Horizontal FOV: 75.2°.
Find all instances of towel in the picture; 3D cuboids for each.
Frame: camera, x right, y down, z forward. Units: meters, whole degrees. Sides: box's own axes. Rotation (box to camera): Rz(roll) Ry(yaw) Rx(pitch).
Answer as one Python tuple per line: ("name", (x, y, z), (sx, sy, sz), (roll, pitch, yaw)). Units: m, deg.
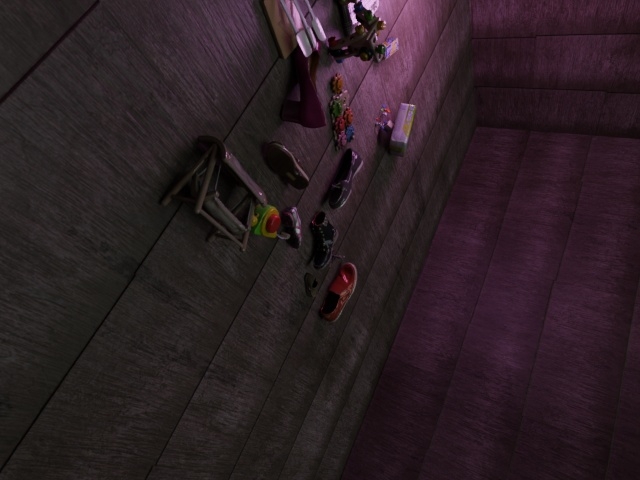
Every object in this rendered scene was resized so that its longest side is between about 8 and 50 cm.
("towel", (0.169, -1.079, 1.783), (0.324, 0.056, 0.312), (-58, 146, -30))

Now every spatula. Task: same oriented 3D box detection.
("spatula", (-0.068, -0.786, 1.447), (0.168, 0.019, 0.242), (-53, 129, -31))

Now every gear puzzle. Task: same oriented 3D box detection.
("gear puzzle", (0.106, -0.591, 1.895), (0.175, 0.044, 0.339), (-49, 140, -39))

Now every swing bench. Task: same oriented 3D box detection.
("swing bench", (-0.300, -0.142, 1.280), (0.255, 0.165, 0.253), (-65, 148, -18))

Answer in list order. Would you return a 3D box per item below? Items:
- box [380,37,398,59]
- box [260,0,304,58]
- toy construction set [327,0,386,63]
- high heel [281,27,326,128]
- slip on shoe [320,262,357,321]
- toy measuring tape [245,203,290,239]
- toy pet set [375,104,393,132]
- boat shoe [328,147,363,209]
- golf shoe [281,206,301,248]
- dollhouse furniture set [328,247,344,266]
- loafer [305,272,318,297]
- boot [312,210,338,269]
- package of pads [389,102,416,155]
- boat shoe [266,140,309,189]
("box", (0.339, -0.977, 2.116), (0.169, 0.054, 0.059), (-49, 141, -37))
("box", (-0.125, -0.772, 1.451), (0.165, 0.021, 0.201), (-58, 145, -28))
("toy construction set", (0.182, -0.861, 1.665), (0.257, 0.237, 0.309), (-39, 139, -27))
("high heel", (-0.011, -0.602, 1.546), (0.127, 0.181, 0.378), (6, 99, -69))
("slip on shoe", (0.097, 0.268, 2.187), (0.101, 0.122, 0.332), (40, 72, -53))
("toy measuring tape", (-0.183, -0.072, 1.574), (0.330, 0.121, 0.122), (12, 92, -69))
("toy pet set", (0.344, -0.655, 2.282), (0.114, 0.065, 0.122), (39, 60, -20))
("boat shoe", (0.102, -0.296, 1.969), (0.095, 0.112, 0.335), (48, 54, -36))
("golf shoe", (-0.105, -0.051, 1.747), (0.086, 0.067, 0.186), (-46, 138, -43))
("dollhouse furniture set", (0.065, 0.073, 2.073), (0.091, 0.081, 0.114), (-63, 148, -21))
("loafer", (-0.038, 0.222, 1.994), (0.056, 0.050, 0.148), (-51, 142, -36))
("boot", (-0.001, -0.001, 1.931), (0.179, 0.085, 0.237), (58, 46, -49))
("package of pads", (0.462, -0.613, 2.360), (0.296, 0.101, 0.230), (26, 79, -80))
("boat shoe", (-0.131, -0.301, 1.599), (0.257, 0.095, 0.095), (51, 24, -52))
